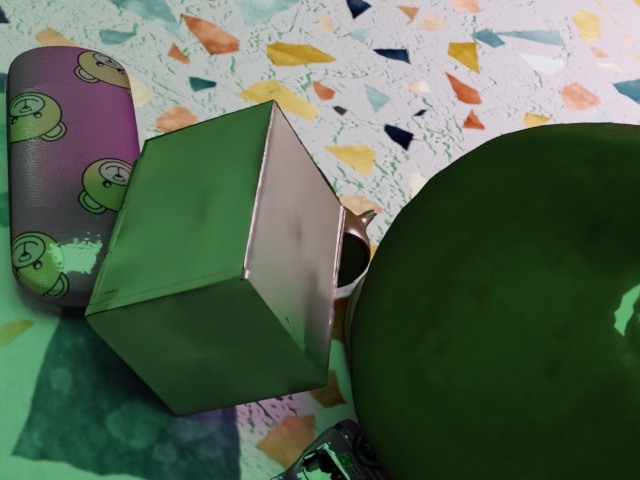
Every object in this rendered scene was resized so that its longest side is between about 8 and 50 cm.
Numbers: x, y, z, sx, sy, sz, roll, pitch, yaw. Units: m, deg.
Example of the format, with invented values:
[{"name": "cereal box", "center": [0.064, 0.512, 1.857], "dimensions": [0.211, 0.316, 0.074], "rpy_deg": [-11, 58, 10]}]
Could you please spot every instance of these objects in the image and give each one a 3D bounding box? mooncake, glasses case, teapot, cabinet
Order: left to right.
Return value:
[{"name": "glasses case", "center": [-0.232, -0.071, 1.032], "dimensions": [0.123, 0.076, 0.316], "rpy_deg": [1, 50, -18]}, {"name": "cabinet", "center": [-0.081, 0.014, 0.929], "dimensions": [0.150, 0.145, 0.206], "rpy_deg": [-15, 42, 22]}, {"name": "teapot", "center": [0.000, 0.000, 1.062], "dimensions": [0.121, 0.076, 0.068], "rpy_deg": [-18, 42, 3]}, {"name": "mooncake", "center": [0.193, 0.084, 0.819], "dimensions": [0.187, 0.351, 0.351], "rpy_deg": [37, 30, -45]}]

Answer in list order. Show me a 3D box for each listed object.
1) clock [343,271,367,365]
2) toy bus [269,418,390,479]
[{"name": "clock", "center": [0.141, 0.098, 1.033], "dimensions": [0.244, 0.056, 0.244], "rpy_deg": [9, 47, -9]}, {"name": "toy bus", "center": [0.037, 0.235, 0.854], "dimensions": [0.098, 0.087, 0.178], "rpy_deg": [-24, 63, -27]}]
